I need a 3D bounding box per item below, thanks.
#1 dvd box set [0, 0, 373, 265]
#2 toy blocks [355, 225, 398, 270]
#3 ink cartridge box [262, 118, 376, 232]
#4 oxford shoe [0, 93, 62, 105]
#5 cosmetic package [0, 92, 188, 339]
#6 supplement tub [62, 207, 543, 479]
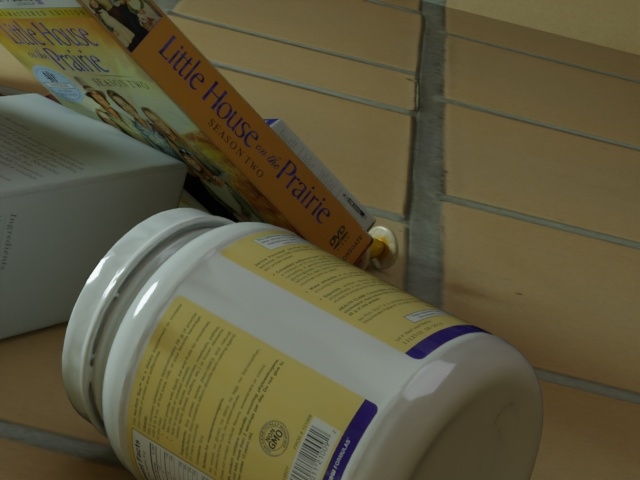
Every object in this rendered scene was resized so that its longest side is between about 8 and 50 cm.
[{"bbox_3d":[-0.165,-0.130,1.792,0.420,0.062,0.307,47,-18,-29],"label":"dvd box set"},{"bbox_3d":[0.000,0.000,2.038,0.148,0.054,0.123,-6,28,-45],"label":"toy blocks"},{"bbox_3d":[-0.072,-0.086,1.911,0.224,0.045,0.223,45,-18,-24],"label":"ink cartridge box"},{"bbox_3d":[-0.388,-0.114,2.050,0.348,0.123,0.130,-3,-7,-28],"label":"oxford shoe"},{"bbox_3d":[-0.365,-0.018,1.660,0.230,0.161,0.453,26,22,30],"label":"cosmetic package"},{"bbox_3d":[-0.019,0.128,1.376,0.331,0.241,0.241,27,23,33],"label":"supplement tub"}]
